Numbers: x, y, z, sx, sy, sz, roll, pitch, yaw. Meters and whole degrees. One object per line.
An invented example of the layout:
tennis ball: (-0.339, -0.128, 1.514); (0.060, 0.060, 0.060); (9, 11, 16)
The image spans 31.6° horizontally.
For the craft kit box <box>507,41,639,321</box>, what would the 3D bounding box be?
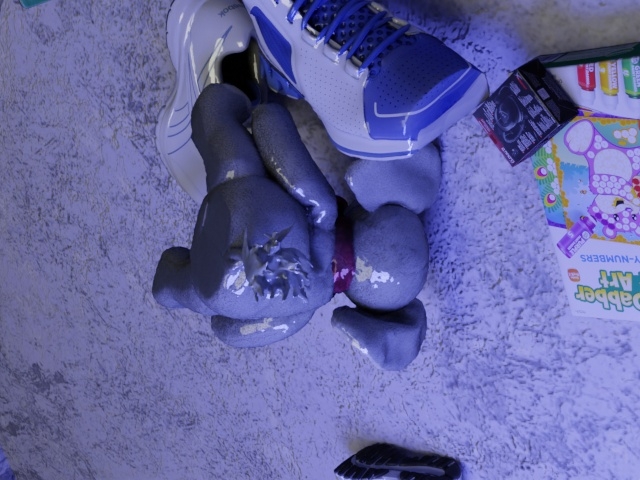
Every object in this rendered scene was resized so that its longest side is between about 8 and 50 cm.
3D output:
craft kit box: (0.298, -0.047, 0.962); (0.250, 0.061, 0.246); (1, 117, 51)

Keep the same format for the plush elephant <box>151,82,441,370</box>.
plush elephant: (0.000, 0.000, 1.206); (0.330, 0.255, 0.272); (35, 115, 60)

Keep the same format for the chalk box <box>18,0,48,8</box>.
chalk box: (-0.393, -0.445, 1.425); (0.179, 0.180, 0.289); (-13, 105, 54)

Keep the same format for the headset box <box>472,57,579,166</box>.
headset box: (0.177, -0.109, 0.992); (0.062, 0.032, 0.083); (54, 145, 9)

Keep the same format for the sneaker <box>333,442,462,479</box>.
sneaker: (0.099, 0.322, 1.434); (0.208, 0.081, 0.094); (3, 118, 49)

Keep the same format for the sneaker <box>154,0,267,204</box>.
sneaker: (-0.123, -0.153, 1.337); (0.129, 0.111, 0.297); (44, 144, 38)

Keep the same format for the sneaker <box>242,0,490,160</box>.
sneaker: (0.003, -0.206, 1.071); (0.315, 0.127, 0.182); (37, 161, 48)

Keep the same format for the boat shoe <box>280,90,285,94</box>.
boat shoe: (-0.033, -0.208, 1.270); (0.035, 0.035, 0.100); (30, 128, 40)
